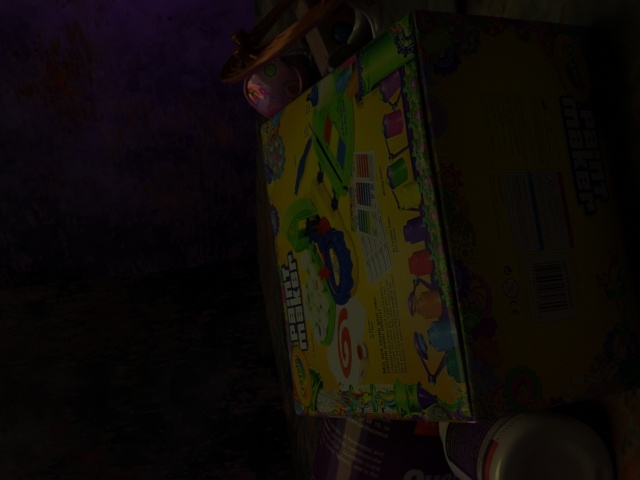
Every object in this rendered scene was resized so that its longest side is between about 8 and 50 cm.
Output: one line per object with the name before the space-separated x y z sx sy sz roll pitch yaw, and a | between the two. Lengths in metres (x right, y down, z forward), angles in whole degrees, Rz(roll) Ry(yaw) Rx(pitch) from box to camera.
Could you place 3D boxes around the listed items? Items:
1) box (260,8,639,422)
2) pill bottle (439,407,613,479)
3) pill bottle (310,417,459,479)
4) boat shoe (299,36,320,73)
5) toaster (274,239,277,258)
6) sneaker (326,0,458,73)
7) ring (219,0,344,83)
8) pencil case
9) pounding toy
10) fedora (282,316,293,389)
box | 0.093 -0.003 0.694 0.279 0.177 0.289 -20 76 61
pill bottle | 0.179 0.197 0.751 0.193 0.108 0.108 -176 79 -80
pill bottle | 0.094 0.217 0.943 0.181 0.182 0.322 -124 43 -70
boat shoe | 0.008 -0.338 1.503 0.084 0.079 0.233 97 161 -50
toaster | 0.000 0.000 1.501 0.186 0.168 0.110 -135 40 -76
sneaker | 0.078 -0.175 0.967 0.114 0.152 0.305 -118 22 -53
ring | -0.004 -0.316 0.971 0.032 0.336 0.336 46 -175 -21
pencil case | -0.065 -0.317 1.577 0.284 0.124 0.124 -55 -38 -71
pounding toy | 0.049 -0.334 1.159 0.100 0.141 0.130 131 118 -77
fedora | 0.004 0.219 1.619 0.334 0.153 0.334 176 90 -84
